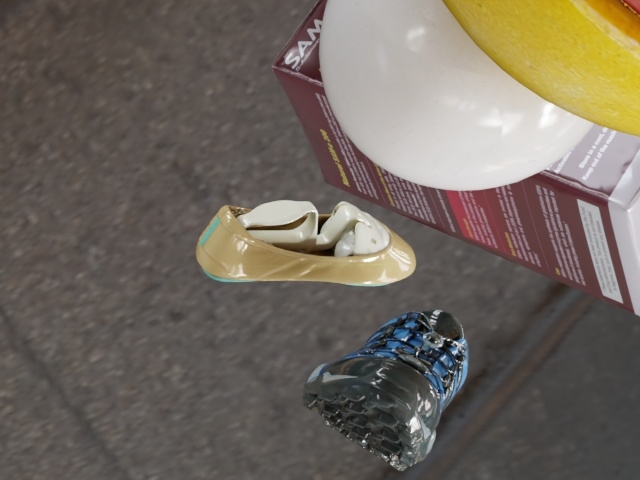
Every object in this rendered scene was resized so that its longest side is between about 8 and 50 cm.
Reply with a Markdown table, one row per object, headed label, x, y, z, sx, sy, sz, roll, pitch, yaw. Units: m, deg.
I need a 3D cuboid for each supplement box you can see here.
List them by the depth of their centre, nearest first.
| label | x | y | z | sx | sy | sz | roll | pitch | yaw |
| --- | --- | --- | --- | --- | --- | --- | --- | --- | --- |
| supplement box | 0.099 | -0.053 | 1.135 | 0.073 | 0.239 | 0.130 | -56 | 151 | -19 |

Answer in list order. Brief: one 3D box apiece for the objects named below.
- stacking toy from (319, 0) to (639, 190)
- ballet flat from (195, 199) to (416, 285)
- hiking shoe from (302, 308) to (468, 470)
| label | x | y | z | sx | sy | sz | roll | pitch | yaw |
| --- | --- | --- | --- | --- | --- | --- | --- | --- | --- |
| stacking toy | 0.143 | -0.150 | 0.635 | 0.351 | 0.480 | 0.350 | 11 | 65 | -24 |
| ballet flat | 0.000 | 0.000 | 1.752 | 0.232 | 0.073 | 0.080 | -2 | 40 | -34 |
| hiking shoe | 0.061 | 0.106 | 1.588 | 0.113 | 0.304 | 0.132 | 31 | 83 | 3 |
